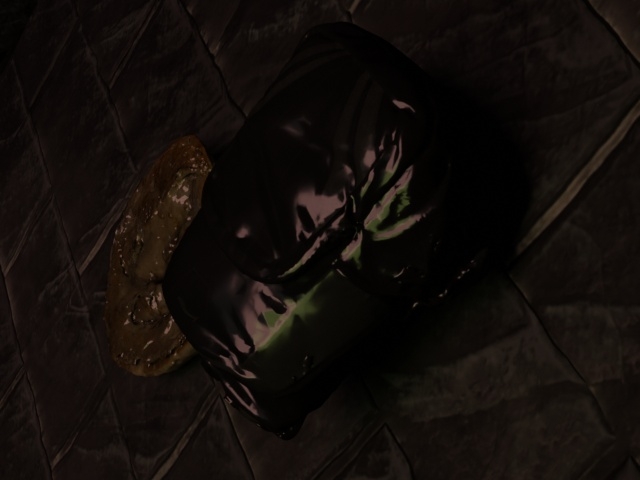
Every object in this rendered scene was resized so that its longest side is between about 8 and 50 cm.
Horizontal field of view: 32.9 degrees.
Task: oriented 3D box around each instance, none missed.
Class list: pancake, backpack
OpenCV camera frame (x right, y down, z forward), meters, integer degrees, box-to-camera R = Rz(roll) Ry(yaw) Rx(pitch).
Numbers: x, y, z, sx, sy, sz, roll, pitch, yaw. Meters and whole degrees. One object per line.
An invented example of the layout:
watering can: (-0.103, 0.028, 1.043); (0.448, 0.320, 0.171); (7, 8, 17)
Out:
pancake: (-0.232, 0.025, 1.673); (0.387, 0.082, 0.387); (-19, 67, 53)
backpack: (0.000, 0.000, 1.249); (0.446, 0.255, 0.363); (-49, 44, 12)
